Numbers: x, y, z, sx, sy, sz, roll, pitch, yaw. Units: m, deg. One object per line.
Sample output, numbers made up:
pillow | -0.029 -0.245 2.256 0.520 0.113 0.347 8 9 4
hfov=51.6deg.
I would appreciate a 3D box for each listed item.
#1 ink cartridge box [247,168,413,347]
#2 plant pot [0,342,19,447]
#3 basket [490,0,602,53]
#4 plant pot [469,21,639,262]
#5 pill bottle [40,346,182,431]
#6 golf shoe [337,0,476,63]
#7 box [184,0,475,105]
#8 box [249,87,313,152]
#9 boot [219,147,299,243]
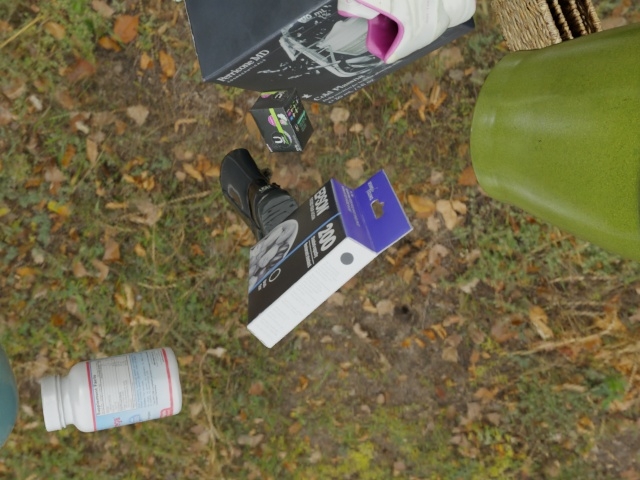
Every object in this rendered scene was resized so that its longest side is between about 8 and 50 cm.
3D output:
ink cartridge box | 0.000 0.000 0.783 0.208 0.206 0.045 -40 111 12
plant pot | -0.480 0.119 0.679 0.290 0.290 0.196 4 118 -2
basket | 0.586 -0.529 1.599 0.213 0.223 0.299 -19 86 -8
plant pot | 0.419 -0.142 0.927 0.353 0.366 0.367 17 143 46
pill bottle | -0.260 0.189 0.828 0.160 0.087 0.087 -7 130 -20
golf shoe | 0.056 -0.314 0.686 0.140 0.115 0.306 -41 132 2
box | 0.020 -0.561 1.544 0.479 0.298 0.471 -20 168 38
box | -0.058 -0.183 1.009 0.062 0.052 0.083 2 138 30
boot | -0.089 -0.024 1.159 0.094 0.207 0.247 -25 127 -14
